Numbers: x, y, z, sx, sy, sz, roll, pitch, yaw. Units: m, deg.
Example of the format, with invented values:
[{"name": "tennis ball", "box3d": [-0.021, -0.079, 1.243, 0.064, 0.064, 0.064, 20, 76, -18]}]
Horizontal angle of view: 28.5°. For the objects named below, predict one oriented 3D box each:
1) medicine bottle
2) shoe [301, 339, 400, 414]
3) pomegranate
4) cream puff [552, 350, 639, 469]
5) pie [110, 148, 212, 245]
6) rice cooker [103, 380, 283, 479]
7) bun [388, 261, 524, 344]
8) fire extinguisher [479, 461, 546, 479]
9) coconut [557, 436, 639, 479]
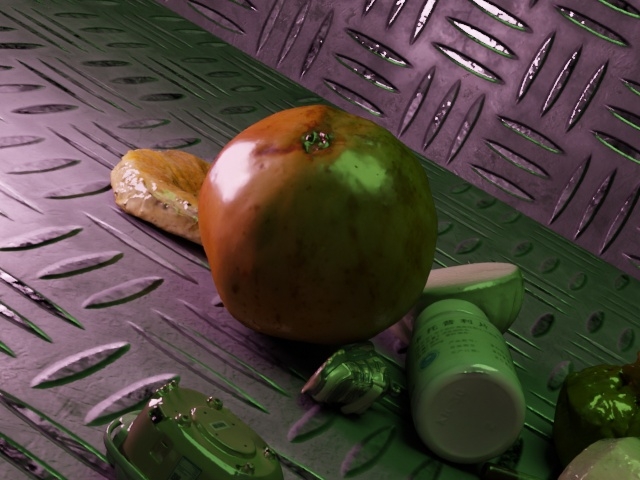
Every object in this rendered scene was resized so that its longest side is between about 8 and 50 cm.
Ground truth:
[{"name": "medicine bottle", "box3d": [0.217, 0.207, 1.945, 0.170, 0.170, 0.293, 25, 18, -7]}, {"name": "shoe", "box3d": [0.047, 0.213, 1.840, 0.092, 0.089, 0.180, 46, 25, 16]}, {"name": "pomegranate", "box3d": [0.000, 0.000, 1.960, 0.410, 0.410, 0.410, 25, 18, -8]}, {"name": "cream puff", "box3d": [0.521, 0.284, 2.011, 0.270, 0.274, 0.323, 35, 14, -6]}, {"name": "pie", "box3d": [-0.212, -0.067, 2.242, 0.339, 0.083, 0.339, 23, 16, -7]}, {"name": "rice cooker", "box3d": [-0.136, 0.248, 1.386, 0.206, 0.127, 0.145, 41, 19, 13]}, {"name": "bun", "box3d": [0.237, 0.143, 2.198, 0.263, 0.175, 0.263, -10, 5, 1]}, {"name": "fire extinguisher", "box3d": [0.318, 0.370, 1.857, 0.173, 0.035, 0.049, 19, 15, -14]}, {"name": "coconut", "box3d": [0.425, 0.385, 1.683, 0.224, 0.224, 0.234, 8, 28, -47]}]
